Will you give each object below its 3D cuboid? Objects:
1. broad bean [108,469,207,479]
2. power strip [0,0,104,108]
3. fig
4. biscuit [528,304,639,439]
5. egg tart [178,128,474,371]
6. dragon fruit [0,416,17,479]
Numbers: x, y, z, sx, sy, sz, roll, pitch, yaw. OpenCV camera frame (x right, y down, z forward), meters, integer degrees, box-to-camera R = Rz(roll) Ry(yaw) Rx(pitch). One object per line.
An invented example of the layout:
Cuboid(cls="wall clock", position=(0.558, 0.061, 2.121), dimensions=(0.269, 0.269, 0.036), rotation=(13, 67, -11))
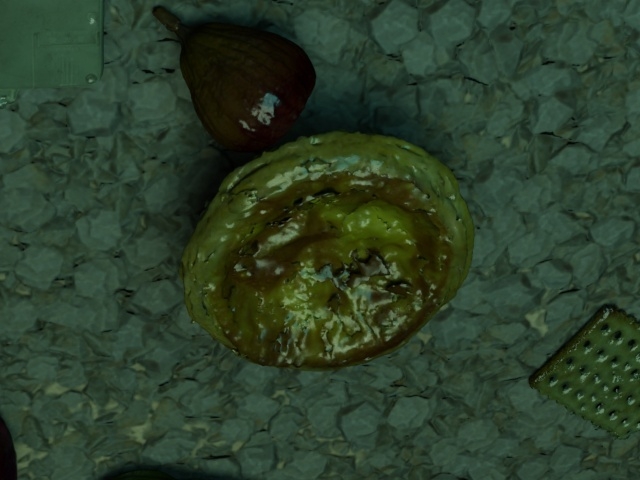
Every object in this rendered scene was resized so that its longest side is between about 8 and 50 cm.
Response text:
Cuboid(cls="broad bean", position=(-0.145, 0.282, 1.761), dimensions=(0.213, 0.048, 0.070), rotation=(3, 125, -14))
Cuboid(cls="power strip", position=(-0.238, -0.236, 1.352), dimensions=(0.118, 0.046, 0.270), rotation=(-3, 126, -13))
Cuboid(cls="fig", position=(-0.066, -0.153, 1.433), dimensions=(0.119, 0.119, 0.153), rotation=(-25, 84, 6))
Cuboid(cls="biscuit", position=(0.339, 0.157, 1.800), dimensions=(0.203, 0.016, 0.144), rotation=(32, 114, -30))
Cuboid(cls="egg tart", position=(0.000, 0.000, 1.530), dimensions=(0.290, 0.115, 0.290), rotation=(-9, 133, -9))
Cuboid(cls="dragon fruit", position=(-0.366, 0.274, 1.632), dimensions=(0.126, 0.161, 0.274), rotation=(-5, 125, -7))
